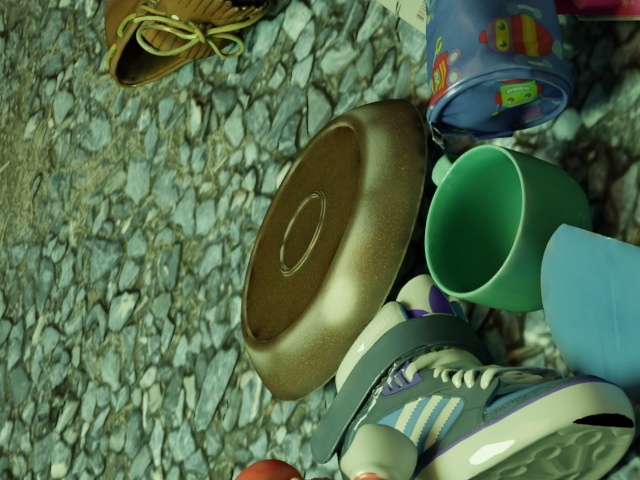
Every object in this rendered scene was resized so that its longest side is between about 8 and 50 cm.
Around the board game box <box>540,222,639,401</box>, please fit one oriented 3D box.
[{"bbox_3d":[0.237,0.054,1.403,0.168,0.033,0.133,20,125,52],"label":"board game box"}]

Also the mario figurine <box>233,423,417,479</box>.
[{"bbox_3d":[0.043,0.274,1.395,0.198,0.170,0.320,-38,45,-13],"label":"mario figurine"}]

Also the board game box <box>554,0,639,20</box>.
[{"bbox_3d":[0.288,-0.362,1.386,0.390,0.050,0.390,13,107,62],"label":"board game box"}]

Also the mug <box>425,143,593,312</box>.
[{"bbox_3d":[0.162,-0.017,1.521,0.129,0.097,0.158,-35,48,46],"label":"mug"}]

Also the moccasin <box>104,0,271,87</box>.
[{"bbox_3d":[-0.148,-0.258,2.056,0.380,0.139,0.147,-16,65,54],"label":"moccasin"}]

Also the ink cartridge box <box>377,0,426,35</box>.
[{"bbox_3d":[0.122,-0.246,1.712,0.109,0.063,0.150,-64,34,14],"label":"ink cartridge box"}]

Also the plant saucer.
[{"bbox_3d":[0.000,0.000,1.741,0.310,0.050,0.311,-53,24,35],"label":"plant saucer"}]

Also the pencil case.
[{"bbox_3d":[0.130,-0.225,1.547,0.133,0.119,0.306,104,160,-62],"label":"pencil case"}]

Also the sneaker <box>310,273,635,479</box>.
[{"bbox_3d":[0.114,0.112,1.505,0.323,0.130,0.236,-44,47,46],"label":"sneaker"}]
